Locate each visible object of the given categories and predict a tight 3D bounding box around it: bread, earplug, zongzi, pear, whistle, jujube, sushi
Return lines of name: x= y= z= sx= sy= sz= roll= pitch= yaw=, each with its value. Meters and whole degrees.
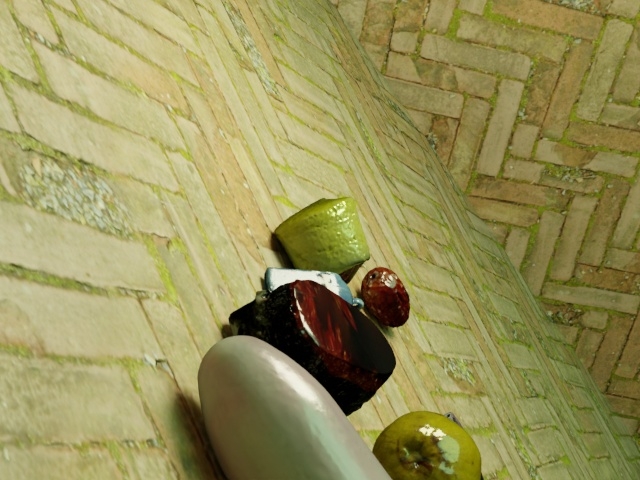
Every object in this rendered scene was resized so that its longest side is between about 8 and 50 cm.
bread: x=0.000 y=0.000 z=1.625 sx=0.111 sy=0.129 sz=0.114 roll=-24 pitch=88 yaw=-36
earplug: x=-0.020 y=0.227 z=1.105 sx=0.301 sy=0.172 sz=0.172 roll=56 pitch=15 yaw=9
zongzi: x=0.025 y=0.033 z=1.788 sx=0.083 sy=0.067 sz=0.073 roll=40 pitch=29 yaw=-1
pear: x=0.141 y=0.302 z=1.460 sx=0.162 sy=0.149 sz=0.149 roll=40 pitch=25 yaw=-60
whistle: x=-0.012 y=0.085 z=1.532 sx=0.158 sy=0.090 sz=0.090 roll=5 pitch=44 yaw=-21
jujube: x=0.114 y=0.102 z=1.878 sx=0.129 sy=0.077 sz=0.077 roll=59 pitch=11 yaw=-46
sushi: x=-0.012 y=0.140 z=1.337 sx=0.225 sy=0.126 sz=0.136 roll=32 pitch=33 yaw=-48

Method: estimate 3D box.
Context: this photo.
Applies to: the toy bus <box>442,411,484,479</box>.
toy bus: x=0.198 y=0.345 z=1.643 sx=0.098 sy=0.087 sz=0.178 roll=54 pitch=11 yaw=-24
